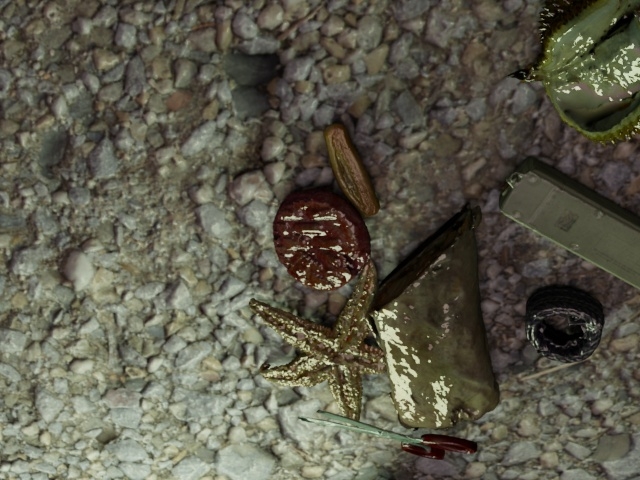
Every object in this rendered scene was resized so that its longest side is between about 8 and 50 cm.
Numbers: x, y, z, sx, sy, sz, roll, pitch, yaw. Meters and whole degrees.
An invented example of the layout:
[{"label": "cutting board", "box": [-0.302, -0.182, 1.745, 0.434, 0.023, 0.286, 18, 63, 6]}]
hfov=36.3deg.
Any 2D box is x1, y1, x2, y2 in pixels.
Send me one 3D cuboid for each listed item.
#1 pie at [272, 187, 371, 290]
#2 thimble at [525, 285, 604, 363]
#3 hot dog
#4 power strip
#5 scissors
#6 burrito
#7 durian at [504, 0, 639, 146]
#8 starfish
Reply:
[{"label": "pie", "box": [0.000, 0.000, 1.328, 0.154, 0.036, 0.154, 12, 122, 21]}, {"label": "thimble", "box": [0.332, 0.114, 1.334, 0.104, 0.066, 0.095, 5, 119, 11]}, {"label": "hot dog", "box": [0.038, -0.092, 1.291, 0.044, 0.028, 0.137, -25, 113, 6]}, {"label": "power strip", "box": [0.352, -0.017, 1.263, 0.272, 0.052, 0.078, 28, 120, -7]}, {"label": "scissors", "box": [0.094, 0.283, 1.427, 0.248, 0.017, 0.144, 17, 157, -16]}, {"label": "burrito", "box": [0.153, 0.123, 1.350, 0.175, 0.107, 0.348, -12, 119, -2]}, {"label": "durian", "box": [0.335, -0.218, 1.113, 0.237, 0.138, 0.193, 5, 122, 58]}, {"label": "starfish", "box": [0.004, 0.149, 1.423, 0.231, 0.048, 0.295, 9, 119, 5]}]
